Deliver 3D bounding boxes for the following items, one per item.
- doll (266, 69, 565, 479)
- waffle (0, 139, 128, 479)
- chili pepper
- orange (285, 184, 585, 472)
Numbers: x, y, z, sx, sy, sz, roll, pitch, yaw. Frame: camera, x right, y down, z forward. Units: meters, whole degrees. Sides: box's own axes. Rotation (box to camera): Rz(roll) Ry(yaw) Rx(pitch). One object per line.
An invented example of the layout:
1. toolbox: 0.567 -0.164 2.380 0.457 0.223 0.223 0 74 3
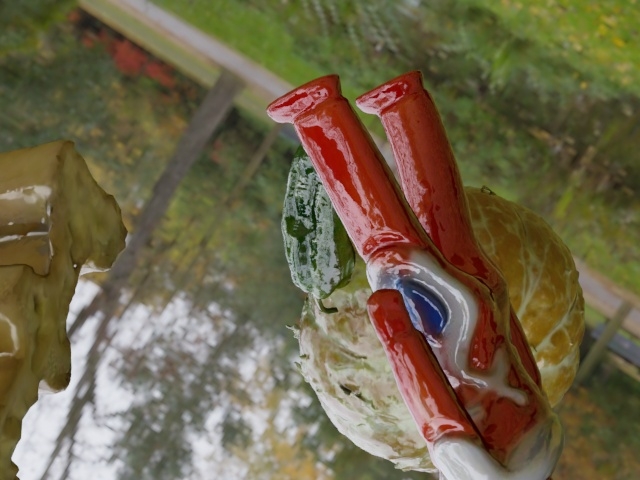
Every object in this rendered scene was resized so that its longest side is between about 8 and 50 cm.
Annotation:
1. doll: 0.092 0.077 0.785 0.188 0.099 0.384 -12 -104 -62
2. waffle: -0.264 0.112 0.573 0.304 0.348 0.077 -9 134 21
3. chili pepper: 0.003 0.000 1.232 0.073 0.204 0.072 -13 -151 -26
4. orange: 0.133 0.092 1.442 0.329 0.329 0.249 31 -171 -39
